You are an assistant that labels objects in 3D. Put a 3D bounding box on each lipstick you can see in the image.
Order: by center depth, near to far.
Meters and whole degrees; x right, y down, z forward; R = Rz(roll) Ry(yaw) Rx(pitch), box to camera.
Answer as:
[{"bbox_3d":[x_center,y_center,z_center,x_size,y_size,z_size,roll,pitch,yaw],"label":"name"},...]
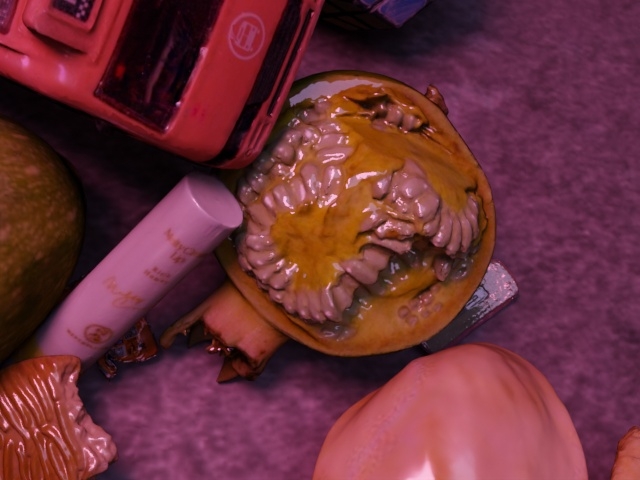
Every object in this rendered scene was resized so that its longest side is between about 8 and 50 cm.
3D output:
[{"bbox_3d":[-0.169,0.046,0.623,0.059,0.264,0.059,39,25,-22],"label":"lipstick"}]

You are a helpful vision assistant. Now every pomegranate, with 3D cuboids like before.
[{"bbox_3d":[0.000,0.000,0.689,0.341,0.260,0.260,-40,85,7],"label":"pomegranate"}]

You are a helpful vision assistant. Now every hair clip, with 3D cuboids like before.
[{"bbox_3d":[0.152,0.072,0.807,0.137,0.022,0.054,-34,82,-22],"label":"hair clip"}]

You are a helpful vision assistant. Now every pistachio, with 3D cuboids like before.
[{"bbox_3d":[0.104,0.232,0.631,0.230,0.230,0.308,14,67,-10],"label":"pistachio"}]

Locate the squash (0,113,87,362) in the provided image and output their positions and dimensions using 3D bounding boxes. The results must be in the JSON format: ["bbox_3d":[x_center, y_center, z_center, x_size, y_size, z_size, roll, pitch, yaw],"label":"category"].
[{"bbox_3d":[-0.333,0.027,0.583,0.309,0.310,0.310,-9,74,-31],"label":"squash"}]

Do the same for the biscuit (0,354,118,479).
[{"bbox_3d":[-0.244,0.214,0.608,0.176,0.031,0.228,-13,87,8],"label":"biscuit"}]

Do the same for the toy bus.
[{"bbox_3d":[-0.218,-0.217,0.595,0.427,0.233,0.203,26,97,31],"label":"toy bus"}]

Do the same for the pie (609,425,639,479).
[{"bbox_3d":[0.271,0.329,0.629,0.340,0.083,0.339,-12,106,-52],"label":"pie"}]

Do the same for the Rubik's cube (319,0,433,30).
[{"bbox_3d":[0.037,-0.376,0.792,0.319,0.319,0.264,-16,52,-19],"label":"Rubik's cube"}]

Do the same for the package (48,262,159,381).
[{"bbox_3d":[-0.204,0.075,0.707,0.077,0.033,0.110,-33,78,-12],"label":"package"}]
